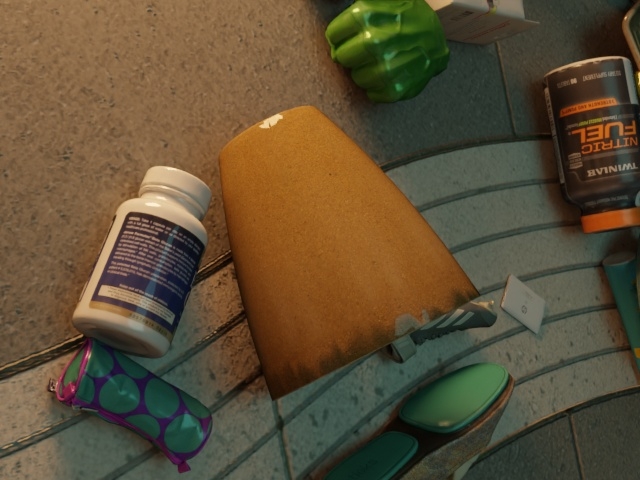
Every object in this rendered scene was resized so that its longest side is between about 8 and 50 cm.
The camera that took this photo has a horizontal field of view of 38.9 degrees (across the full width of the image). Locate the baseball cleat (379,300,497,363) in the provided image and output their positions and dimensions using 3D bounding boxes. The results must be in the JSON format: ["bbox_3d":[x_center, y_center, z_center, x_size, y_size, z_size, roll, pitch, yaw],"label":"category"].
[{"bbox_3d":[0.128,0.102,1.114,0.205,0.072,0.110,18,85,-31],"label":"baseball cleat"}]

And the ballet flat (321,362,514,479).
[{"bbox_3d":[0.115,0.253,1.058,0.316,0.107,0.106,-27,119,-33],"label":"ballet flat"}]

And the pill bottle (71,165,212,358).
[{"bbox_3d":[-0.163,0.019,0.867,0.094,0.094,0.170,32,64,-30],"label":"pill bottle"}]

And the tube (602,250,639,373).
[{"bbox_3d":[0.493,0.119,1.409,0.080,0.052,0.207,-31,107,-31],"label":"tube"}]

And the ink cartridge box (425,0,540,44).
[{"bbox_3d":[0.196,-0.313,1.210,0.181,0.104,0.062,0,82,-40],"label":"ink cartridge box"}]

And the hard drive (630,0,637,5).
[{"bbox_3d":[0.655,-0.521,1.654,0.233,0.047,0.353,41,59,-26],"label":"hard drive"}]

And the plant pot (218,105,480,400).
[{"bbox_3d":[0.000,0.000,0.938,0.237,0.237,0.254,-23,82,-39],"label":"plant pot"}]

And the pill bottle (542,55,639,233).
[{"bbox_3d":[0.410,-0.135,1.332,0.130,0.130,0.246,-7,86,-39],"label":"pill bottle"}]

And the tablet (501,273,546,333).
[{"bbox_3d":[0.285,0.089,1.270,0.083,0.006,0.054,35,62,-28],"label":"tablet"}]

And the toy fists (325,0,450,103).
[{"bbox_3d":[0.050,-0.299,1.100,0.142,0.096,0.279,-29,98,-49],"label":"toy fists"}]

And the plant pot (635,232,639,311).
[{"bbox_3d":[0.668,0.064,1.337,0.341,0.334,0.341,13,74,-53],"label":"plant pot"}]

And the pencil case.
[{"bbox_3d":[-0.174,0.154,0.852,0.151,0.064,0.070,36,45,-28],"label":"pencil case"}]

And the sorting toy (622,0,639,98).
[{"bbox_3d":[0.520,-0.259,1.448,0.307,0.041,0.229,-40,111,-59],"label":"sorting toy"}]
